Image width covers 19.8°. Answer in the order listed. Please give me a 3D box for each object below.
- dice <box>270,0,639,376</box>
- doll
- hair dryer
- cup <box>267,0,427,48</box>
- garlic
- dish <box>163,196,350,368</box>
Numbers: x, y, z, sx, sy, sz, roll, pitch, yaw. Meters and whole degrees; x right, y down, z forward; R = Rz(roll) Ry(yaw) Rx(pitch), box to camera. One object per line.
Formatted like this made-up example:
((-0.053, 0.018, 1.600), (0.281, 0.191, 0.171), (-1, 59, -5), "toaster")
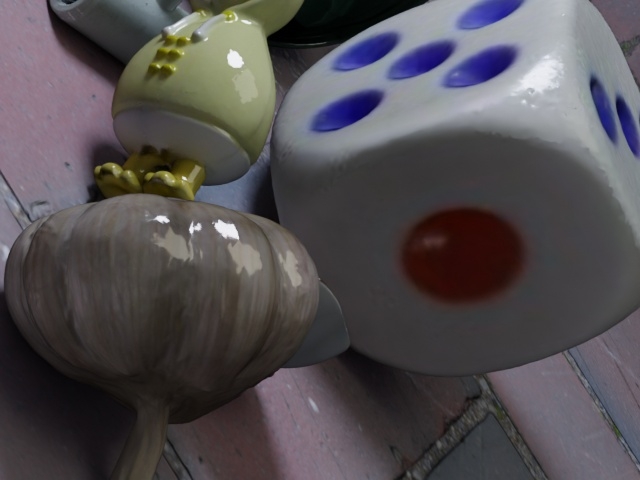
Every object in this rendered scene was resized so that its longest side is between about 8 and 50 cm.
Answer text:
((0.147, -0.061, 1.733), (0.277, 0.304, 0.304), (61, 22, -25), "dice")
((-0.089, -0.156, 1.502), (0.117, 0.141, 0.296), (36, 65, -50), "doll")
((-0.110, -0.248, 1.587), (0.131, 0.236, 0.073), (34, 23, -45), "hair dryer")
((0.012, -0.438, 1.978), (0.401, 0.310, 0.392), (-7, 56, -30), "cup")
((-0.109, 0.079, 1.252), (0.218, 0.219, 0.212), (19, 72, -58), "garlic")
((-0.070, 0.049, 1.424), (0.190, 0.191, 0.066), (46, 67, -26), "dish")
